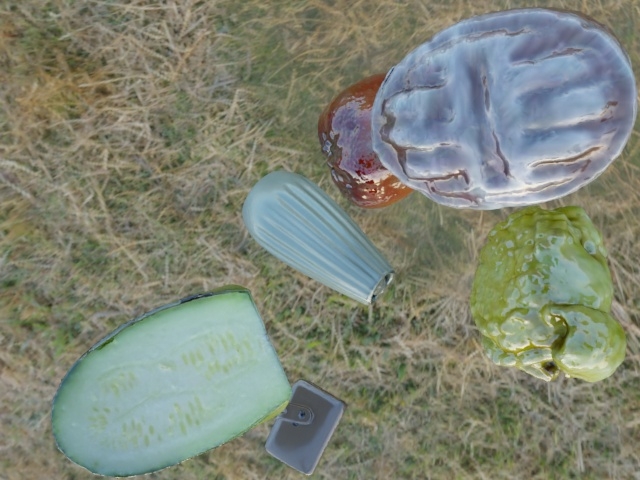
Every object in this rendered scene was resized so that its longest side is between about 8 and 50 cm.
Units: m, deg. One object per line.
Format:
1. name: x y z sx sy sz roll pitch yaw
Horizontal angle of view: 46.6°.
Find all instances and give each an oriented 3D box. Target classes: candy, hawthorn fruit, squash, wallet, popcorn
1. candy: 0.205 -0.149 0.836 0.289 0.157 0.214 -6 108 30
2. hawthorn fruit: 0.149 -0.212 1.469 0.300 0.254 0.254 -23 106 -3
3. squash: -0.244 0.226 1.145 0.210 0.309 0.234 -29 81 47
4. wallet: -0.030 0.345 1.386 0.118 0.039 0.153 24 86 22
5. popcorn: 0.325 0.089 1.109 0.173 0.286 0.225 17 142 -25

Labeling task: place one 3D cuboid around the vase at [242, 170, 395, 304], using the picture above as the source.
1. vase: 0.000 0.000 1.117 0.248 0.128 0.128 38 119 20
